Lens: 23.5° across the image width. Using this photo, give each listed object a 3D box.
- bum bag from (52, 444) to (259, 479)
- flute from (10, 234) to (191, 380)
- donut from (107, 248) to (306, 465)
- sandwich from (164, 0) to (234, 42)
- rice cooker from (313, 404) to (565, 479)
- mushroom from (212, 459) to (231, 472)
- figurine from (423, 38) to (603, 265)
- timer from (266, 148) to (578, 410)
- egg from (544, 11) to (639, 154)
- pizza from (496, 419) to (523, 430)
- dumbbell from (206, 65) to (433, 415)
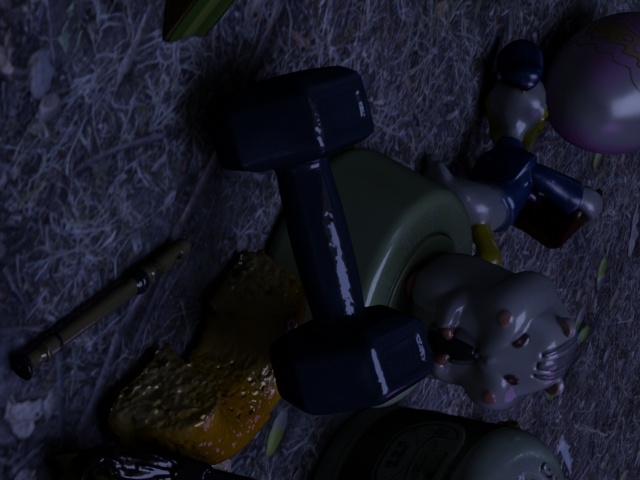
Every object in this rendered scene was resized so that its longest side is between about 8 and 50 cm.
[{"bbox_3d":[-0.141,0.232,1.450,0.107,0.233,0.060,146,-43,-63],"label":"bum bag"},{"bbox_3d":[-0.194,0.058,1.404,0.233,0.027,0.027,-40,140,-44],"label":"flute"},{"bbox_3d":[-0.102,0.144,1.563,0.259,0.101,0.152,-53,153,-37],"label":"donut"},{"bbox_3d":[-0.111,-0.246,1.378,0.116,0.074,0.074,-47,165,31],"label":"sandwich"},{"bbox_3d":[0.143,0.347,1.925,0.288,0.277,0.288,-9,102,-47],"label":"rice cooker"},{"bbox_3d":[-0.125,0.249,1.605,0.083,0.067,0.083,-30,126,-52],"label":"mushroom"},{"bbox_3d":[0.260,-0.086,1.953,0.284,0.204,0.338,9,87,-36],"label":"figurine"},{"bbox_3d":[0.131,0.078,1.687,0.291,0.315,0.290,-37,138,-44],"label":"timer"},{"bbox_3d":[0.413,-0.218,2.127,0.271,0.196,0.196,-10,116,-50],"label":"egg"},{"bbox_3d":[0.216,0.337,2.274,0.226,0.069,0.147,-19,145,-52],"label":"pizza"},{"bbox_3d":[0.000,0.000,1.471,0.144,0.160,0.324,-16,99,-15],"label":"dumbbell"}]
